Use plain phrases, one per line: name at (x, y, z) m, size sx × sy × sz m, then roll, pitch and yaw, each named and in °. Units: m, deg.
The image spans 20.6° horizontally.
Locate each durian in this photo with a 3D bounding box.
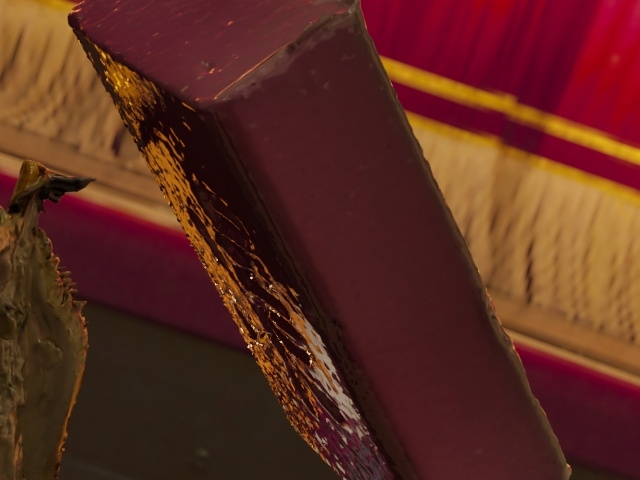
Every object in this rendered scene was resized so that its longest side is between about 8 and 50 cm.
durian at (-0.209, 0.065, 0.957) m, size 0.138 × 0.237 × 0.193 m, roll 15°, pitch 4°, yaw 12°

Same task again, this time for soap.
soap at (-0.001, 0.001, 0.779) m, size 0.181 × 0.081 × 0.259 m, roll 36°, pitch -23°, yaw 57°
